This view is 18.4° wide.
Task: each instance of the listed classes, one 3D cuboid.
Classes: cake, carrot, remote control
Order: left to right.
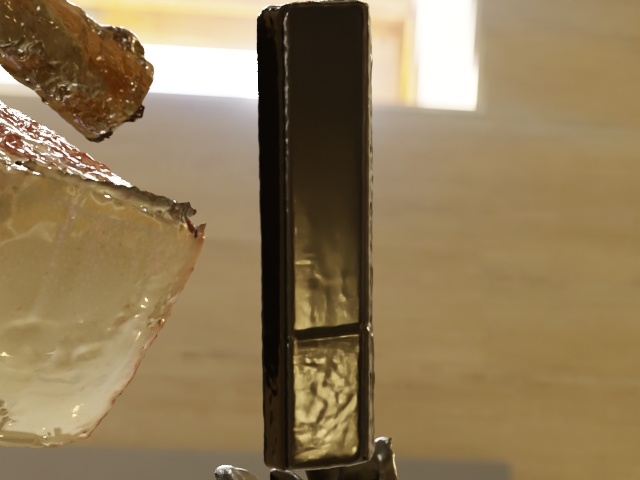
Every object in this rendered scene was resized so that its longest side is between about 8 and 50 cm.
[{"bbox_3d":[-0.199,0.004,1.048,0.262,0.158,0.159,31,-78,53],"label":"cake"},{"bbox_3d":[-0.268,-0.192,1.728,0.102,0.263,0.102,-39,-152,26],"label":"carrot"},{"bbox_3d":[0.000,0.000,0.996,0.025,0.063,0.245,-147,-127,-67],"label":"remote control"}]

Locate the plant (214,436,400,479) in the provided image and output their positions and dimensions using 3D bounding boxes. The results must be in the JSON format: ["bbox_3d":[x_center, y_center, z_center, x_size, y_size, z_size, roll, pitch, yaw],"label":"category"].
[{"bbox_3d":[0.042,0.279,1.536,0.199,0.188,0.276,14,-56,67],"label":"plant"}]
